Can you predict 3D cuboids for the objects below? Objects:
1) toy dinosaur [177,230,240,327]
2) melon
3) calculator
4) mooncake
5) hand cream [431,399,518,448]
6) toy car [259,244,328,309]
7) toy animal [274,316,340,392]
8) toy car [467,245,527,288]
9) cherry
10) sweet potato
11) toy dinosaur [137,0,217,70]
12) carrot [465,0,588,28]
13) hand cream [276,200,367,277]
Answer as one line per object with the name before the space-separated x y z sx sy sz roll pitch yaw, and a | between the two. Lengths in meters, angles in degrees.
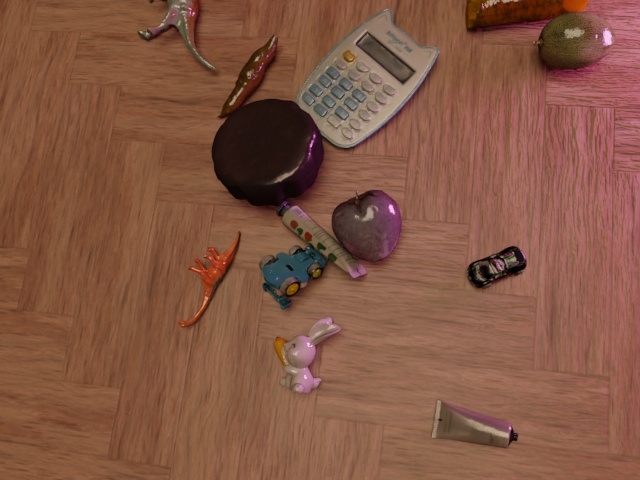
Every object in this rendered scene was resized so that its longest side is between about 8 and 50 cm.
toy dinosaur | -0.287 0.089 1.499 0.101 0.055 0.279 40 82 -8
melon | 0.625 -0.496 1.463 0.192 0.139 0.139 -1 77 6
calculator | 0.112 -0.417 1.564 0.386 0.054 0.256 -45 75 -2
mooncake | -0.129 -0.218 1.494 0.283 0.141 0.283 -6 64 13
hand cream | 0.351 0.425 1.335 0.186 0.054 0.087 9 83 17
toy car | -0.066 0.086 1.466 0.161 0.098 0.126 -26 47 -28
toy animal | -0.038 0.268 1.418 0.127 0.131 0.181 12 85 -22
toy car | 0.421 0.063 1.405 0.142 0.055 0.069 -23 71 1
cherry | 0.119 -0.040 1.432 0.176 0.140 0.176 1 104 2
sweet potato | -0.196 -0.443 1.610 0.067 0.067 0.274 34 89 14
toy dinosaur | -0.412 -0.625 1.672 0.205 0.092 0.393 -39 66 -8
carrot | 0.532 -0.621 1.523 0.302 0.114 0.114 -6 76 7
hand cream | 0.000 0.000 1.471 0.276 0.095 0.059 40 110 18
